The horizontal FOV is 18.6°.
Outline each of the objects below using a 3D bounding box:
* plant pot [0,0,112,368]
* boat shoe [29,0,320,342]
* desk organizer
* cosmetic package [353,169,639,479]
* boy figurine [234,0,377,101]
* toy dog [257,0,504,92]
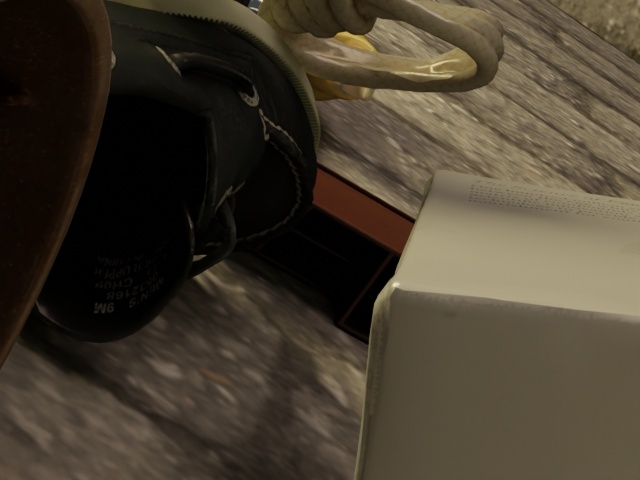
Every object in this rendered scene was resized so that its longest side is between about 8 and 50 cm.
[{"bbox_3d":[-0.152,-0.016,0.369,0.165,0.167,0.167,30,14,8],"label":"plant pot"},{"bbox_3d":[-0.083,-0.025,0.618,0.340,0.127,0.113,37,32,-65],"label":"boat shoe"},{"bbox_3d":[0.000,0.000,0.838,0.130,0.047,0.050,30,18,-19],"label":"desk organizer"},{"bbox_3d":[0.125,0.072,0.534,0.224,0.138,0.224,8,11,5],"label":"cosmetic package"},{"bbox_3d":[-0.030,-0.135,1.103,0.177,0.092,0.285,36,18,15],"label":"boy figurine"},{"bbox_3d":[-0.087,-0.168,0.723,0.334,0.161,0.220,4,-18,26],"label":"toy dog"}]
